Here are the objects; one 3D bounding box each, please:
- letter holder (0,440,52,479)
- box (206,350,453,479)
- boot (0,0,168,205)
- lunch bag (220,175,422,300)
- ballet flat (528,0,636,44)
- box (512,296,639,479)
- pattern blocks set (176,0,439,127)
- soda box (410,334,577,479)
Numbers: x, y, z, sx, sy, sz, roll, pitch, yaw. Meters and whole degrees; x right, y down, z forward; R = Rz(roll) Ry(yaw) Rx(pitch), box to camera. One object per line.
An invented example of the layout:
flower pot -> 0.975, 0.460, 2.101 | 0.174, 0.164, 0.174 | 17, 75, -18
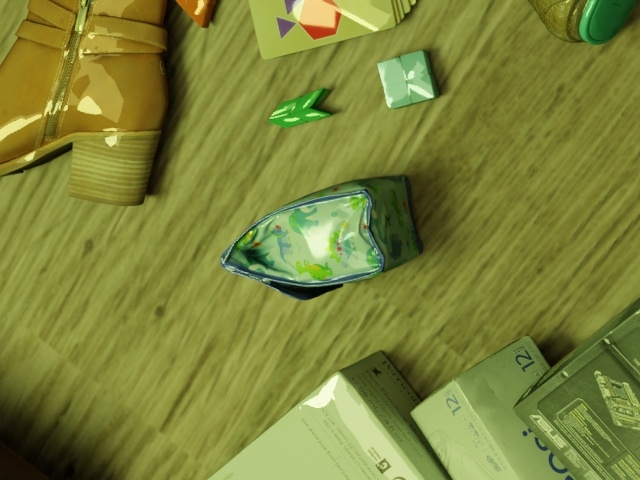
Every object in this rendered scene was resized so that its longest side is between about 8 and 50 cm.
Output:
letter holder -> -0.414, 0.226, 1.442 | 0.302, 0.214, 0.152 | 30, 86, 28
box -> 0.027, 0.229, 1.388 | 0.182, 0.119, 0.181 | -41, 82, 19
boot -> -0.280, -0.163, 1.455 | 0.283, 0.109, 0.220 | 11, 101, 16
lunch bag -> 0.000, 0.000, 1.366 | 0.151, 0.129, 0.096 | -9, 93, 20
ballet flat -> 0.267, -0.328, 1.255 | 0.124, 0.116, 0.342 | 42, 113, 31
box -> 0.290, 0.167, 1.212 | 0.231, 0.056, 0.183 | 47, 137, 6
pattern blocks set -> -0.006, -0.268, 1.389 | 0.285, 0.026, 0.324 | -3, 95, 20
soda box -> 0.204, 0.234, 1.311 | 0.286, 0.098, 0.091 | 57, 147, 10
